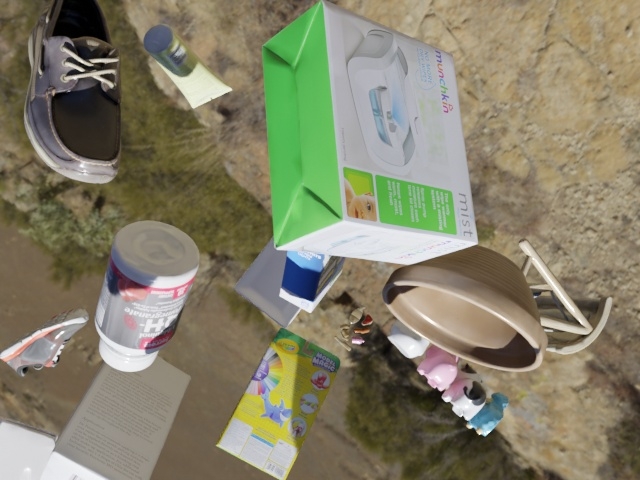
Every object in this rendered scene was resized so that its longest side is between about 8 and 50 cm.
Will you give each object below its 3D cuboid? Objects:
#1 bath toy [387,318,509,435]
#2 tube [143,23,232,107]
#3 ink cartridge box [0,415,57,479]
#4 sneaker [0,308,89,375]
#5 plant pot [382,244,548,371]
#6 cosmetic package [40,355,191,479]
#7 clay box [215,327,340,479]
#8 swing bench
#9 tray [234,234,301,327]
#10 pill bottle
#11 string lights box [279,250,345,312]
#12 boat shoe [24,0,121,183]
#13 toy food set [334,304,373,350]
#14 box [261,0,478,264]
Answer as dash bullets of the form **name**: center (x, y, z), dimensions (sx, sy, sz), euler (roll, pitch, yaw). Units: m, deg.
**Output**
- **bath toy**: center (0.304, 0.297, 1.642), dimensions (0.348, 0.129, 0.151), euler (48, 171, -13)
- **tube**: center (-0.258, -0.327, 1.335), dimensions (0.070, 0.062, 0.240), euler (17, 170, 20)
- **ink cartridge box**: center (-0.549, 0.369, 1.120), dimensions (0.237, 0.172, 0.100), euler (-5, 148, 46)
- **sneaker**: center (-0.415, 0.160, 1.074), dimensions (0.065, 0.158, 0.061), euler (60, -167, -13)
- **plant pot**: center (0.217, 0.082, 0.989), dimensions (0.237, 0.110, 0.237), euler (26, 159, 11)
- **cosmetic package**: center (-0.513, 0.470, 1.746), dimensions (0.230, 0.453, 0.161), euler (34, 114, -10)
- **clay box**: center (-0.068, 0.273, 1.169), dimensions (0.127, 0.222, 0.053), euler (29, 161, -1)
- **swing bench**: center (0.389, 0.128, 1.400), dimensions (0.254, 0.165, 0.253), euler (33, 164, -20)
- **tray**: center (-0.054, 0.043, 1.513), dimensions (0.145, 0.270, 0.030), euler (39, 165, -7)
- **pill bottle**: center (-0.377, 0.128, 1.466), dimensions (0.176, 0.176, 0.318), euler (38, 128, 16)
- **string lights box**: center (0.000, 0.000, 1.283), dimensions (0.077, 0.133, 0.260), euler (28, 140, 13)
- **boat shoe**: center (-0.359, -0.241, 1.010), dimensions (0.130, 0.132, 0.355), euler (-54, 48, 41)
- **toy food set**: center (0.097, 0.241, 1.884), dimensions (0.078, 0.122, 0.019), euler (41, 160, 13)
- **box**: center (0.059, -0.115, 0.843), dimensions (0.127, 0.231, 0.262), euler (-21, 68, 47)
